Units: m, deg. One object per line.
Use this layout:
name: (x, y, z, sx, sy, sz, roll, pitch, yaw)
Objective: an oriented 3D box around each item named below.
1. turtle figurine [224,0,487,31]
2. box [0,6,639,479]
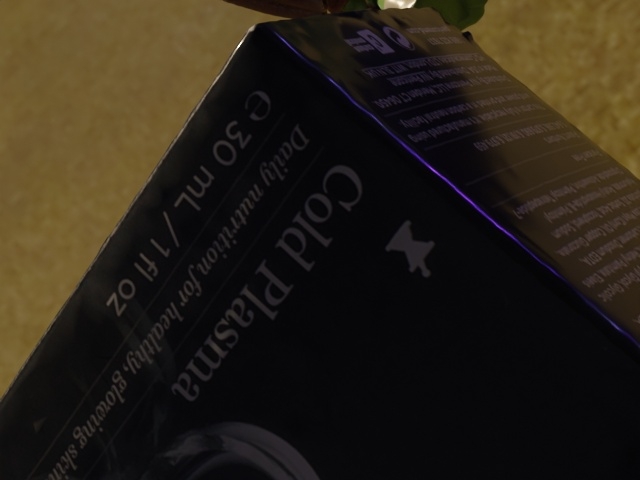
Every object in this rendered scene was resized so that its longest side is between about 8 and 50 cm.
turtle figurine: (0.046, -0.258, 1.386, 0.266, 0.275, 0.197, 33, 120, 56)
box: (0.061, 0.191, 1.079, 0.480, 0.472, 0.297, -54, -13, 21)
